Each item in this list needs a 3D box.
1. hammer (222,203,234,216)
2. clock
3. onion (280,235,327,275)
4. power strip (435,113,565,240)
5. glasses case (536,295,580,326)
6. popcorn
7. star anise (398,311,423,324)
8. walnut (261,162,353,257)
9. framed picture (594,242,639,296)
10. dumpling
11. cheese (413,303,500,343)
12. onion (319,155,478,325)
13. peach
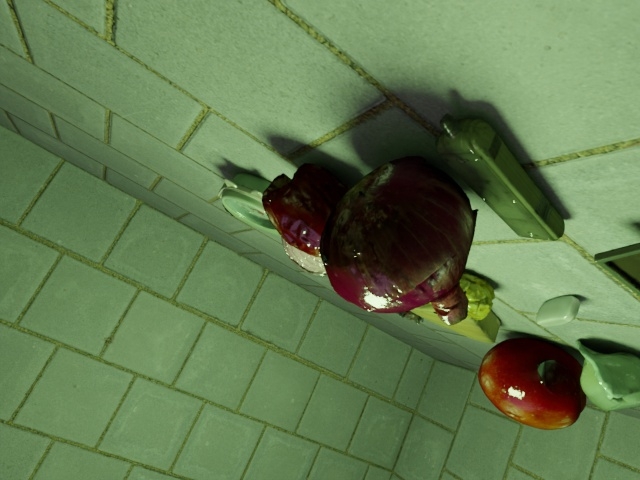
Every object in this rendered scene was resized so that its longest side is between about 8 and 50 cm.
[{"bbox_3d":[-0.239,-0.086,1.858,0.366,0.043,0.111,21,165,12],"label":"hammer"},{"bbox_3d":[-0.212,-0.129,1.519,0.266,0.108,0.324,22,165,16],"label":"clock"},{"bbox_3d":[0.000,0.000,1.507,0.248,0.111,0.250,-12,122,28],"label":"onion"},{"bbox_3d":[0.325,-0.107,0.792,0.388,0.066,0.092,32,166,-35],"label":"power strip"},{"bbox_3d":[0.685,0.206,1.270,0.050,0.076,0.197,25,165,8],"label":"glasses case"},{"bbox_3d":[0.465,0.180,1.437,0.169,0.173,0.195,7,163,-21],"label":"popcorn"},{"bbox_3d":[0.390,0.305,2.070,0.223,0.108,0.236,28,-175,23],"label":"star anise"},{"bbox_3d":[-0.002,-0.088,1.155,0.222,0.243,0.269,-32,106,37],"label":"walnut"},{"bbox_3d":[0.701,0.077,0.765,0.335,0.022,0.247,31,149,-19],"label":"framed picture"},{"bbox_3d":[0.970,0.466,1.459,0.270,0.211,0.320,19,154,34],"label":"dumpling"},{"bbox_3d":[0.511,0.281,1.775,0.384,0.104,0.384,24,166,6],"label":"cheese"},{"bbox_3d":[0.185,0.032,0.916,0.385,0.347,0.348,48,159,-16],"label":"onion"},{"bbox_3d":[0.851,0.559,1.733,0.406,0.334,0.310,26,160,18],"label":"peach"}]
